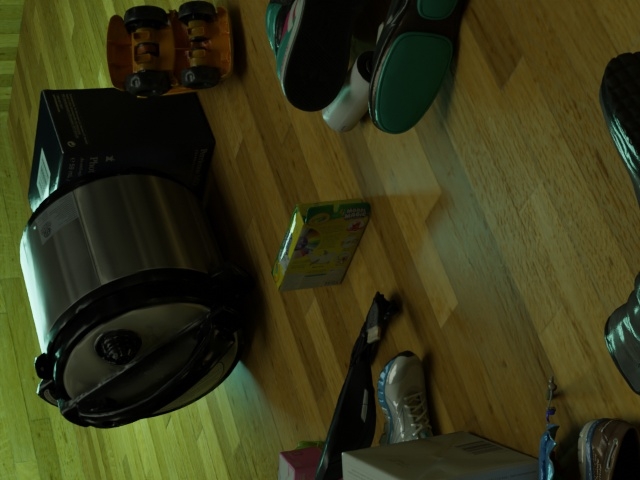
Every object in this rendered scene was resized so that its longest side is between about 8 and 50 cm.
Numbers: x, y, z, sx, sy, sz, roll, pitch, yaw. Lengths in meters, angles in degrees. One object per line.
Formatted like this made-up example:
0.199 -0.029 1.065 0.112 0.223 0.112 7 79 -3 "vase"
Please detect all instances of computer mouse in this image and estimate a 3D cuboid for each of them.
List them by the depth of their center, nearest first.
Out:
0.061 0.197 1.689 0.184 0.060 0.262 109 180 -45 "computer mouse"

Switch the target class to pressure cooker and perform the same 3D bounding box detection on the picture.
-0.337 0.125 2.283 0.370 0.375 0.420 111 146 -40 "pressure cooker"

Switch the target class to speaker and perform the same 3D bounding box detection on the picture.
0.049 -0.202 1.723 0.136 0.055 0.055 130 130 -59 "speaker"

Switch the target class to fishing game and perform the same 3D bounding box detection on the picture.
0.248 0.283 1.317 0.189 0.041 0.264 61 -150 -71 "fishing game"

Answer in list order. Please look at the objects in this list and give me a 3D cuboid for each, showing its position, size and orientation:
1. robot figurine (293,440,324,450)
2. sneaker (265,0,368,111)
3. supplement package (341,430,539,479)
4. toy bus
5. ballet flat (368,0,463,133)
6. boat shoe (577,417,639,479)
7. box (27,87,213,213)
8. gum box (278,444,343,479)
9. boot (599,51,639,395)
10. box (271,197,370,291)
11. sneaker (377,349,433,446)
-0.019 0.360 1.979 0.115 0.067 0.101 106 -175 -50 "robot figurine"
0.012 -0.335 1.713 0.178 0.124 0.295 -120 49 -64 "sneaker"
0.145 0.392 1.478 0.177 0.175 0.293 -170 76 -64 "supplement package"
-0.246 -0.321 2.261 0.211 0.220 0.149 42 -136 -76 "toy bus"
0.120 -0.266 1.518 0.096 0.095 0.280 -114 39 -57 "ballet flat"
0.295 0.267 1.245 0.066 0.066 0.183 157 106 -64 "boat shoe"
-0.388 -0.135 2.442 0.296 0.294 0.182 110 144 -45 "box"
-0.005 0.408 1.911 0.062 0.107 0.188 -145 53 -60 "gum box"
0.302 0.017 1.127 0.222 0.118 0.338 109 151 -53 "boot"
0.000 0.000 1.817 0.179 0.105 0.043 114 142 -48 "box"
0.122 0.237 1.653 0.083 0.071 0.190 24 121 50 "sneaker"
